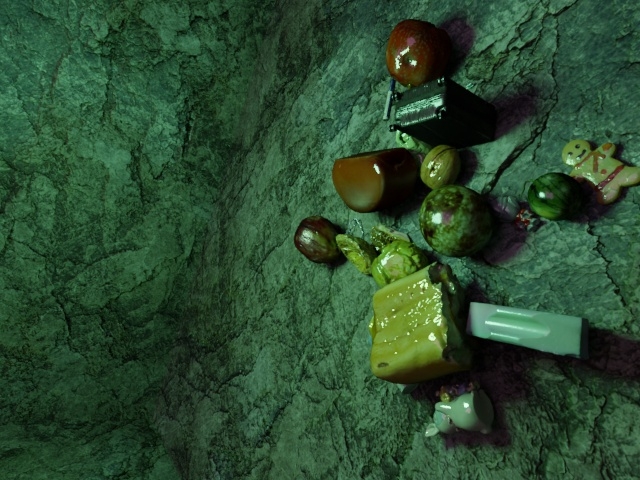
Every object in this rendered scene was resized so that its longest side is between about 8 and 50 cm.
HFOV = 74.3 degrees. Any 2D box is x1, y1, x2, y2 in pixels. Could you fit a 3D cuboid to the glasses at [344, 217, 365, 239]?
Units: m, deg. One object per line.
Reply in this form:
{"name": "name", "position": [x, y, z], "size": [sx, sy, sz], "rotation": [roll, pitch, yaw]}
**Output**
{"name": "glasses", "position": [0.171, -0.025, 1.955], "size": [0.104, 0.063, 0.139], "rotation": [26, 99, 30]}

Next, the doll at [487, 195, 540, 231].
{"name": "doll", "position": [0.623, -0.090, 1.376], "size": [0.180, 0.079, 0.093], "rotation": [41, 135, 36]}

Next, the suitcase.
{"name": "suitcase", "position": [0.440, -0.434, 1.506], "size": [0.230, 0.335, 0.152], "rotation": [0, 82, 51]}

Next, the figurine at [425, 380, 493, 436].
{"name": "figurine", "position": [0.423, 0.550, 1.360], "size": [0.236, 0.127, 0.155], "rotation": [-36, 70, 43]}

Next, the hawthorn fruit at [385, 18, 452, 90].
{"name": "hawthorn fruit", "position": [0.398, -0.752, 1.740], "size": [0.275, 0.276, 0.299], "rotation": [30, 112, 52]}

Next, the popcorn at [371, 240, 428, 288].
{"name": "popcorn", "position": [0.304, 0.109, 1.619], "size": [0.221, 0.184, 0.204], "rotation": [-37, 81, 35]}

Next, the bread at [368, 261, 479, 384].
{"name": "bread", "position": [0.335, 0.310, 1.451], "size": [0.394, 0.250, 0.360], "rotation": [-36, 38, 40]}

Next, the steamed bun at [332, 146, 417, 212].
{"name": "steamed bun", "position": [0.221, -0.242, 1.763], "size": [0.379, 0.235, 0.247], "rotation": [13, 119, 60]}

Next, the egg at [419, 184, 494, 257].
{"name": "egg", "position": [0.454, -0.076, 1.445], "size": [0.238, 0.238, 0.289], "rotation": [-51, 35, 28]}

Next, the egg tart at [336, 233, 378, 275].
{"name": "egg tart", "position": [0.168, 0.047, 1.829], "size": [0.098, 0.231, 0.252], "rotation": [-41, 3, -12]}

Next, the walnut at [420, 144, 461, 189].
{"name": "walnut", "position": [0.453, -0.274, 1.590], "size": [0.144, 0.144, 0.180], "rotation": [59, 137, 43]}

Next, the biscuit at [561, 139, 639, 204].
{"name": "biscuit", "position": [0.799, -0.212, 1.230], "size": [0.153, 0.030, 0.234], "rotation": [-48, 45, 28]}

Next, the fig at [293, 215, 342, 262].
{"name": "fig", "position": [-0.010, -0.001, 2.016], "size": [0.224, 0.224, 0.263], "rotation": [-50, 48, 28]}

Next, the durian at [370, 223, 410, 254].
{"name": "durian", "position": [0.278, -0.006, 1.769], "size": [0.224, 0.079, 0.140], "rotation": [5, 83, 54]}

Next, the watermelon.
{"name": "watermelon", "position": [0.683, -0.142, 1.259], "size": [0.140, 0.141, 0.187], "rotation": [-55, 40, 24]}

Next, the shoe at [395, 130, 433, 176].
{"name": "shoe", "position": [0.380, -0.384, 1.756], "size": [0.140, 0.128, 0.261], "rotation": [-36, 47, 57]}

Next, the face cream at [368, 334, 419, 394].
{"name": "face cream", "position": [0.275, 0.459, 1.612], "size": [0.077, 0.077, 0.250], "rotation": [-57, 42, 21]}

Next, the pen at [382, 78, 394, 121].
{"name": "pen", "position": [0.323, -0.659, 1.986], "size": [0.025, 0.025, 0.203], "rotation": [4, 81, 52]}

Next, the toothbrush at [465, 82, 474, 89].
{"name": "toothbrush", "position": [0.528, -0.579, 1.706], "size": [0.204, 0.022, 0.017], "rotation": [-22, 58, 49]}

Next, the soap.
{"name": "soap", "position": [0.583, 0.250, 1.203], "size": [0.324, 0.193, 0.109], "rotation": [3, 80, 51]}
